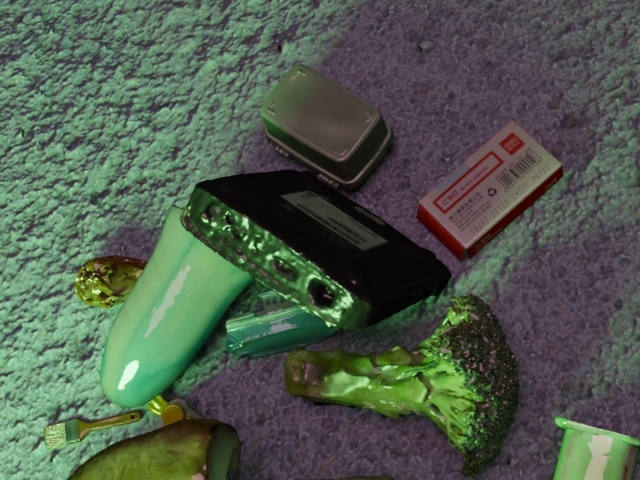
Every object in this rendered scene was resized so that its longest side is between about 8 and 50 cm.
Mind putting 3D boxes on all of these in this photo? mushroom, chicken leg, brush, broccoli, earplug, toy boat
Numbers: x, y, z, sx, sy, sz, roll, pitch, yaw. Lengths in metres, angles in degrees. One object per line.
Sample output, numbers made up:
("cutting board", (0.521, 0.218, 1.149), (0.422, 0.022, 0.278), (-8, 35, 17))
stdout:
("mushroom", (-0.303, 0.429, 1.717), (0.397, 0.313, 0.224), (-4, 24, 15))
("chicken leg", (-0.313, 0.067, 1.975), (0.207, 0.101, 0.085), (-4, 98, 0))
("brush", (-0.376, 0.308, 1.932), (0.170, 0.014, 0.043), (-14, 65, 4))
("broccoli", (0.130, 0.191, 1.796), (0.361, 0.221, 0.252), (19, 110, 18))
("earplug", (-0.240, 0.125, 1.882), (0.185, 0.185, 0.324), (29, 86, 20))
("toy boat", (-0.056, 0.117, 1.903), (0.215, 0.088, 0.102), (-15, 63, 7))

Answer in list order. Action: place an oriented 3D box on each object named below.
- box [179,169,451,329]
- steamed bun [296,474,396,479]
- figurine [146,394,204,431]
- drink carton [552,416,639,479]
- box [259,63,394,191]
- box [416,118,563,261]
("box", (0.000, 0.000, 1.817), (0.359, 0.350, 0.091), (34, 113, 20))
("steamed bun", (0.025, 0.531, 1.652), (0.247, 0.236, 0.383), (-2, 75, 1))
("figurine", (-0.255, 0.334, 1.866), (0.130, 0.109, 0.178), (13, 70, 43))
("drink carton", (0.399, 0.344, 1.703), (0.144, 0.146, 0.142), (12, 80, 16))
("box", (0.008, -0.191, 1.987), (0.210, 0.129, 0.148), (33, 80, 20))
("box", (0.279, -0.082, 1.935), (0.229, 0.050, 0.123), (-42, 65, -6))
